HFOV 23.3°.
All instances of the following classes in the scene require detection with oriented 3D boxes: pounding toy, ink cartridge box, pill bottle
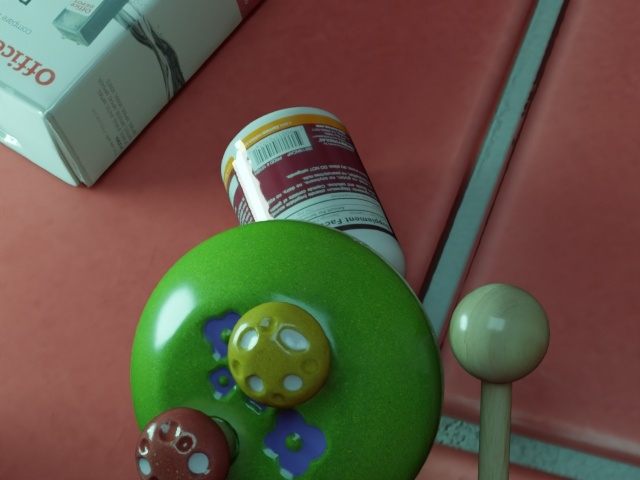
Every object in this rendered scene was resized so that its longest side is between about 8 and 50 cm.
[{"bbox_3d":[-0.011,0.088,0.822,0.237,0.110,0.183,12,99,18],"label":"pounding toy"},{"bbox_3d":[-0.159,-0.165,1.077,0.158,0.092,0.218,30,71,27],"label":"ink cartridge box"},{"bbox_3d":[0.000,0.000,0.938,0.086,0.086,0.152,-22,57,-1],"label":"pill bottle"}]
